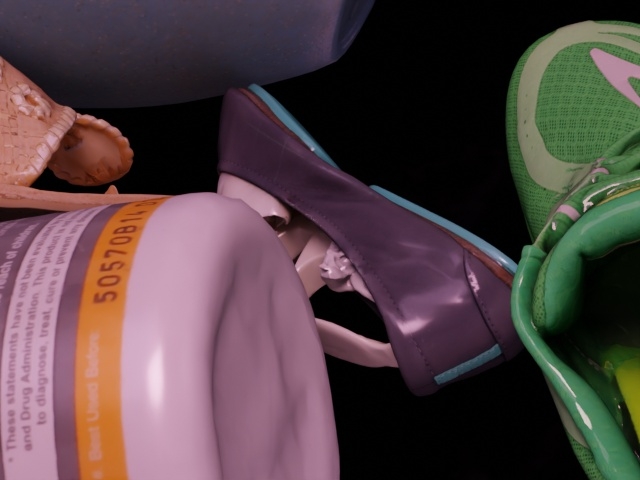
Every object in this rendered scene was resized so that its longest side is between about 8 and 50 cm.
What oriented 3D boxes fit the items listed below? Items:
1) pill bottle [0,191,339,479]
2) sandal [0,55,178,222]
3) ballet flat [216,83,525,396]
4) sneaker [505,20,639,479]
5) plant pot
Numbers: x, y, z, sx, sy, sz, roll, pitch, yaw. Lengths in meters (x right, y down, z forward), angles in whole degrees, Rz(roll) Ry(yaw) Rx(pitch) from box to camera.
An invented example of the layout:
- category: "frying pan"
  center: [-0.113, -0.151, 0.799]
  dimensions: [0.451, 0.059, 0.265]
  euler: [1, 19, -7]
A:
- category: "pill bottle"
  center: [-0.145, 0.079, 0.633]
  dimensions: [0.278, 0.162, 0.162]
  euler: [-7, 45, 15]
- category: "sandal"
  center: [-0.136, -0.038, 0.724]
  dimensions: [0.088, 0.240, 0.079]
  euler: [-14, 83, 47]
- category: "ballet flat"
  center: [0.000, 0.000, 0.719]
  dimensions: [0.074, 0.074, 0.203]
  euler: [-42, 41, -9]
- category: "sneaker"
  center: [0.118, 0.009, 0.582]
  dimensions: [0.109, 0.123, 0.295]
  euler: [-26, 39, 10]
- category: "plant pot"
  center: [-0.058, -0.174, 0.814]
  dimensions: [0.195, 0.290, 0.290]
  euler: [23, 58, 5]
